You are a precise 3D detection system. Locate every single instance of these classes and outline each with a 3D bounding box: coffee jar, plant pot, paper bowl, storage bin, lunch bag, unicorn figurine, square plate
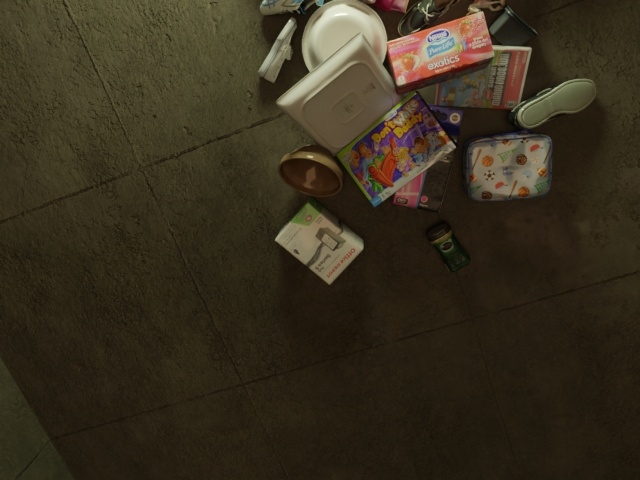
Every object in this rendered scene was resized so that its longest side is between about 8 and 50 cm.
[{"bbox_3d":[0.475,0.021,1.903,0.096,0.079,0.184,-31,104,16],"label":"coffee jar"},{"bbox_3d":[-0.023,-0.263,1.810,0.237,0.237,0.109,19,65,-1],"label":"plant pot"},{"bbox_3d":[0.079,-0.645,1.686,0.284,0.148,0.284,2,108,5],"label":"paper bowl"},{"bbox_3d":[0.620,-0.687,1.658,0.135,0.098,0.091,30,126,-21],"label":"storage bin"},{"bbox_3d":[0.655,-0.265,1.781,0.303,0.115,0.243,-4,105,7],"label":"lunch bag"},{"bbox_3d":[0.546,-0.790,1.652,0.111,0.060,0.162,14,94,10],"label":"unicorn figurine"},{"bbox_3d":[0.084,-0.454,1.692,0.344,0.049,0.347,-35,141,15],"label":"square plate"}]

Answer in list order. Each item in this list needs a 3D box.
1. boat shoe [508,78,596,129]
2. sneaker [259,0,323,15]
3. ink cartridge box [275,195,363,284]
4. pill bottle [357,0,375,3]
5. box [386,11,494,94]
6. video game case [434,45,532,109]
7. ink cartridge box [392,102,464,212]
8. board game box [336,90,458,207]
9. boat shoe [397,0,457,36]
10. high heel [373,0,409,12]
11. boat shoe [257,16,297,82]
[{"bbox_3d":[0.776,-0.462,1.713,0.302,0.091,0.114,-19,105,-8],"label":"boat shoe"},{"bbox_3d":[-0.099,-0.773,1.663,0.237,0.085,0.086,-5,96,29],"label":"sneaker"},{"bbox_3d":[0.000,0.000,1.916,0.273,0.115,0.198,39,107,-8],"label":"ink cartridge box"},{"bbox_3d":[0.139,-0.876,1.619,0.119,0.119,0.208,11,109,1],"label":"pill bottle"},{"bbox_3d":[0.369,-0.579,1.598,0.300,0.154,0.142,-15,92,10],"label":"box"},{"bbox_3d":[0.539,-0.548,1.710,0.285,0.025,0.204,5,122,7],"label":"video game case"},{"bbox_3d":[0.383,-0.294,1.821,0.176,0.069,0.371,12,106,1],"label":"ink cartridge box"},{"bbox_3d":[0.261,-0.310,1.762,0.347,0.078,0.233,-37,89,24],"label":"board game box"},{"bbox_3d":[0.354,-0.756,1.664,0.233,0.079,0.084,-33,103,16],"label":"boat shoe"},{"bbox_3d":[0.255,-0.868,1.644,0.117,0.082,0.244,18,113,9],"label":"high heel"},{"bbox_3d":[-0.131,-0.648,1.746,0.076,0.083,0.226,29,120,-17],"label":"boat shoe"}]
